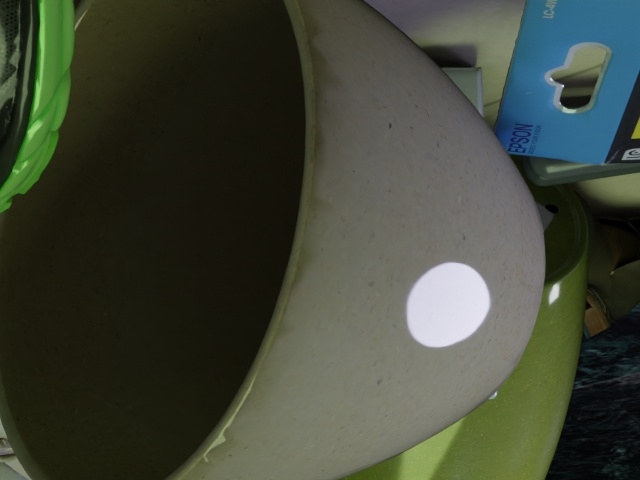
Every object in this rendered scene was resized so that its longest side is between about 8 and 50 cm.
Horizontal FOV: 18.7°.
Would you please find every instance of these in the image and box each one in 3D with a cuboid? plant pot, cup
[{"bbox_3d":[0.087,0.068,1.462,0.275,0.274,0.293,3,143,-16],"label":"plant pot"},{"bbox_3d":[-0.012,0.007,1.128,0.237,0.331,0.331,14,154,-36],"label":"cup"}]

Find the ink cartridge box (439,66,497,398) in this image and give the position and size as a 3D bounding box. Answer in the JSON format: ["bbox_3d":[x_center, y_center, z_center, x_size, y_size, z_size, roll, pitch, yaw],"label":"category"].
[{"bbox_3d":[0.000,0.000,1.285,0.224,0.223,0.045,-2,-176,0],"label":"ink cartridge box"}]

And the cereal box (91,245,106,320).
[{"bbox_3d":[-0.099,0.008,1.350,0.047,0.173,0.240,-8,159,27],"label":"cereal box"}]

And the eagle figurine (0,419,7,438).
[{"bbox_3d":[-0.347,0.079,1.449,0.225,0.298,0.226,31,127,16],"label":"eagle figurine"}]

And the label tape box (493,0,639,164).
[{"bbox_3d":[0.276,-0.139,1.103,0.348,0.115,0.249,0,159,0],"label":"label tape box"}]

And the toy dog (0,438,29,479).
[{"bbox_3d":[-0.272,0.230,1.938,0.334,0.161,0.220,-15,156,29],"label":"toy dog"}]

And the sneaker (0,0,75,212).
[{"bbox_3d":[-0.298,-0.059,1.026,0.202,0.185,0.483,-4,153,-48],"label":"sneaker"}]

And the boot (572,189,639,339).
[{"bbox_3d":[0.233,-0.003,1.544,0.106,0.082,0.219,-27,153,1],"label":"boot"}]

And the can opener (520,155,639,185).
[{"bbox_3d":[0.279,-0.063,1.331,0.280,0.093,0.074,-3,172,-1],"label":"can opener"}]
